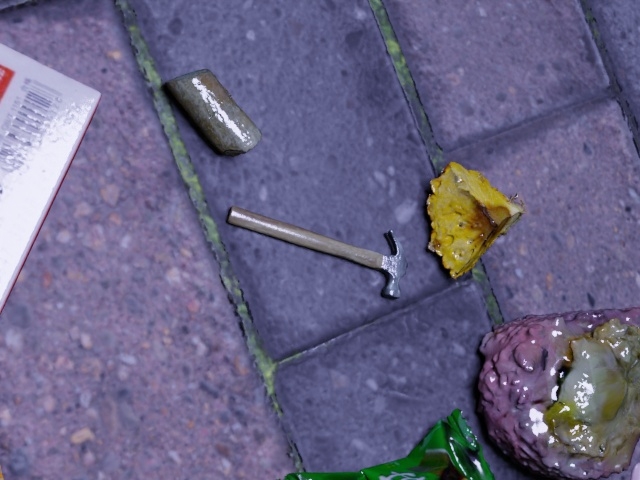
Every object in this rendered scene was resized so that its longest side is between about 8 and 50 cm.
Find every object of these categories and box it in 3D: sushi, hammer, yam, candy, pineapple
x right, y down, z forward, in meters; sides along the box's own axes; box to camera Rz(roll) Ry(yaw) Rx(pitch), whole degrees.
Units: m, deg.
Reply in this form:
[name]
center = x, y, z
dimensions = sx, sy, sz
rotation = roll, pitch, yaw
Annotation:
[sushi]
center = 0.272, 0.148, 1.001
dimensions = 0.241, 0.107, 0.161
rotation = -4, 87, -24
[hammer]
center = 0.000, 0.000, 0.956
dimensions = 0.182, 0.017, 0.062
rotation = 19, 74, -18
[yam]
center = -0.095, -0.117, 0.921
dimensions = 0.043, 0.043, 0.094
rotation = -41, 99, -23
[candy]
center = 0.072, 0.247, 0.899
dimensions = 0.203, 0.078, 0.141
rotation = -14, 46, -26
[pineapple]
center = 0.165, -0.026, 1.002
dimensions = 0.114, 0.077, 0.114
rotation = -11, 90, -37

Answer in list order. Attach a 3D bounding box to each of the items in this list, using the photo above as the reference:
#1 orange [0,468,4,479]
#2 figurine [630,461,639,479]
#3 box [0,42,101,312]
[orange]
center = -0.360, 0.208, 0.621
dimensions = 0.341, 0.293, 0.340
rotation = 4, 80, -24
[figurine]
center = 0.236, 0.340, 0.902
dimensions = 0.176, 0.186, 0.287
rotation = 52, 52, -53
[box]
center = -0.278, -0.044, 0.829
dimensions = 0.123, 0.050, 0.229
rotation = 25, 74, -16
